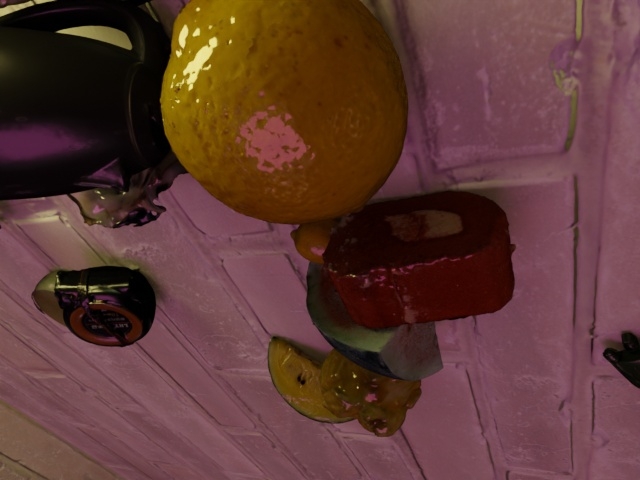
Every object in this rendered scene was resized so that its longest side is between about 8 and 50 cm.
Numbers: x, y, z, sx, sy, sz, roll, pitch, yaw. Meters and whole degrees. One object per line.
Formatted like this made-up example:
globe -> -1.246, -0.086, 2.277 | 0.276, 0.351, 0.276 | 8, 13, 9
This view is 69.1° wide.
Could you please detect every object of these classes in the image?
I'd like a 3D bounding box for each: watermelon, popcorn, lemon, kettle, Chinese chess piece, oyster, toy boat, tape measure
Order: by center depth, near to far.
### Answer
lemon -> -0.037, -0.152, 0.530 | 0.293, 0.293, 0.293 | 10, 138, 10
kettle -> -0.322, -0.185, 0.576 | 0.290, 0.269, 0.207 | -2, 167, 2
oyster -> -0.311, -0.141, 0.739 | 0.238, 0.115, 0.351 | 46, 119, -7
lemon -> 0.000, 0.000, 0.812 | 0.110, 0.082, 0.082 | 16, 138, 2
watermelon -> 0.106, 0.121, 0.821 | 0.319, 0.289, 0.214 | 37, 100, 7
toy boat -> 0.620, 0.241, 0.863 | 0.210, 0.052, 0.104 | 36, 133, -20
popcorn -> 0.111, 0.323, 1.036 | 0.226, 0.200, 0.203 | -30, 117, -10
tape measure -> -0.500, 0.154, 1.107 | 0.202, 0.135, 0.223 | -3, 131, -7
watermelon -> -0.010, 0.357, 1.148 | 0.301, 0.123, 0.129 | 26, 112, 9
Chinese chess piece -> -0.657, 0.161, 1.231 | 0.188, 0.083, 0.188 | 12, 137, 12

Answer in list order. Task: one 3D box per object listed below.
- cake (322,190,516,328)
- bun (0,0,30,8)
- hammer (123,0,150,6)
cake -> 0.144, 0.023, 0.710 | 0.282, 0.177, 0.151 | -13, 131, 17
bun -> -0.372, -0.404, 0.477 | 0.287, 0.146, 0.287 | 0, 140, 0
hammer -> -0.234, -0.322, 0.606 | 0.178, 0.021, 0.065 | -3, 134, 27
